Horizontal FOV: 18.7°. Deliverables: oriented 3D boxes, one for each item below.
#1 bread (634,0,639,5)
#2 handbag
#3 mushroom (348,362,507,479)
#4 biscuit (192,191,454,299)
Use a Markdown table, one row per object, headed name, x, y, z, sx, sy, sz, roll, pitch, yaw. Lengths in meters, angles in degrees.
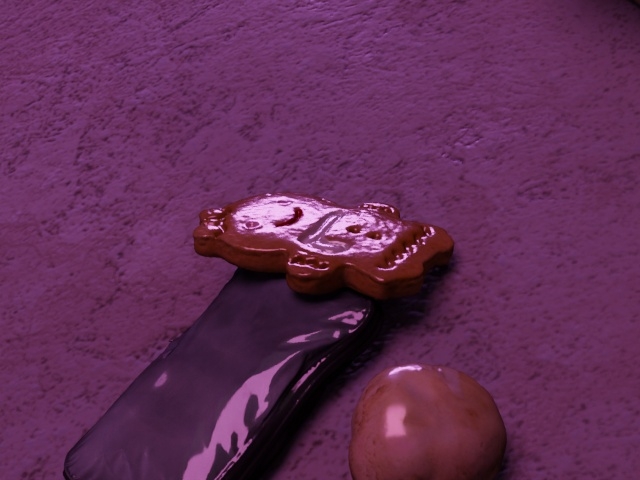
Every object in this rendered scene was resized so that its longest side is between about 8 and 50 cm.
| name | x | y | z | sx | sy | sz | roll | pitch | yaw |
| --- | --- | --- | --- | --- | --- | --- | --- | --- | --- |
| bread | 0.381 | -0.357 | 1.981 | 0.252 | 0.238 | 0.196 | -42 | 8 | -7 |
| handbag | -0.089 | 0.137 | 1.826 | 0.192 | 0.075 | 0.332 | 21 | 63 | 44 |
| mushroom | 0.090 | 0.173 | 1.662 | 0.148 | 0.112 | 0.148 | 13 | 54 | -19 |
| biscuit | 0.000 | -0.003 | 1.878 | 0.249 | 0.035 | 0.184 | 13 | 28 | 26 |
